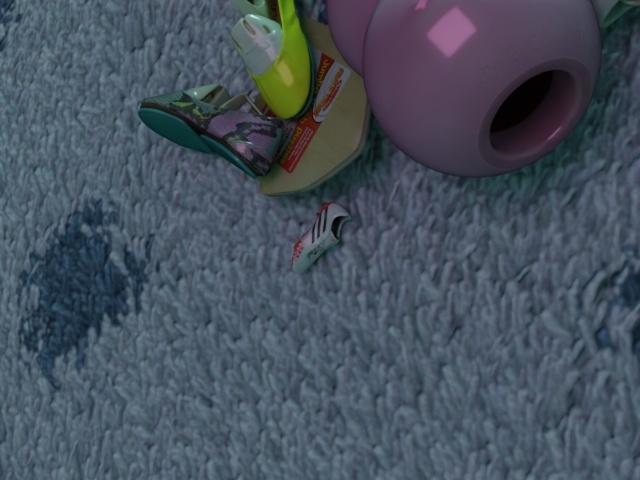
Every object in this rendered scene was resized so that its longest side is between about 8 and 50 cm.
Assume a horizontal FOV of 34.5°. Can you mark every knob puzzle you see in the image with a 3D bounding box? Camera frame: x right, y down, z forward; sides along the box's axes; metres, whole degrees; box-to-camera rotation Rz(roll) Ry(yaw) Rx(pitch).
[{"bbox_3d":[-0.003,-0.126,1.060,0.213,0.030,0.213,-24,55,40],"label":"knob puzzle"}]

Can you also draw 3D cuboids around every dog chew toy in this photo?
[{"bbox_3d":[0.100,-0.208,0.936,0.206,0.206,0.332,-46,50,14],"label":"dog chew toy"}]

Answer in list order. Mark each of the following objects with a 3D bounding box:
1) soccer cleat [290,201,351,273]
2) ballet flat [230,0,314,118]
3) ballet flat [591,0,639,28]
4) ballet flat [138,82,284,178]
[{"bbox_3d":[0.000,0.000,1.038,0.035,0.029,0.083,33,91,39],"label":"soccer cleat"},{"bbox_3d":[-0.061,-0.229,1.089,0.077,0.077,0.231,-33,50,37],"label":"ballet flat"},{"bbox_3d":[0.382,-0.269,0.823,0.400,0.139,0.139,-14,70,34],"label":"ballet flat"},{"bbox_3d":[-0.111,-0.129,1.113,0.221,0.077,0.079,26,74,46],"label":"ballet flat"}]
